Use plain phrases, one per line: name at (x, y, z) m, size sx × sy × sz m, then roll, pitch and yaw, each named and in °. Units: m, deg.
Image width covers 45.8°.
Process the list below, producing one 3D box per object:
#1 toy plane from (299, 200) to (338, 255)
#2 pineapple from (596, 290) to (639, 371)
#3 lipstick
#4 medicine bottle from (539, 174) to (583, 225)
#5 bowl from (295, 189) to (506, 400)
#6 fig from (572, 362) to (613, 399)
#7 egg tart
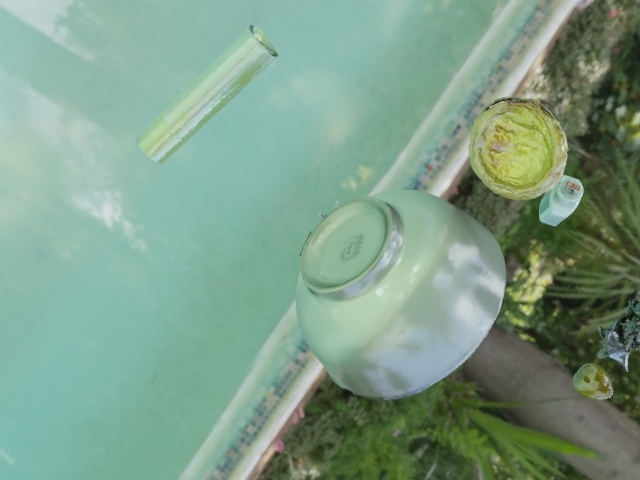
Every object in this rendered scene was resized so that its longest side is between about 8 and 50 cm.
toy plane at (0.000, -0.001, 1.702) m, size 0.078 × 0.053 × 0.197 m, roll -100°, pitch -146°, yaw -75°
pineapple at (0.626, 0.146, 1.451) m, size 0.237 × 0.119 × 0.111 m, roll -52°, pitch 168°, yaw 11°
lipstick at (-0.206, -0.261, 1.366) m, size 0.304 × 0.076 × 0.076 m, roll -40°, pitch 174°, yaw 14°
medicine bottle at (0.693, -0.119, 2.169) m, size 0.229 × 0.083 × 0.121 m, roll 67°, pitch 44°, yaw -80°
bowl at (0.090, 0.053, 1.193) m, size 0.185 × 0.354 × 0.354 m, roll 42°, pitch 79°, yaw -36°
fig at (0.588, 0.306, 1.619) m, size 0.074 × 0.088 × 0.074 m, roll -17°, pitch 124°, yaw -27°
egg tart at (0.511, -0.240, 1.947) m, size 0.095 × 0.279 × 0.279 m, roll -35°, pitch 158°, yaw -48°
